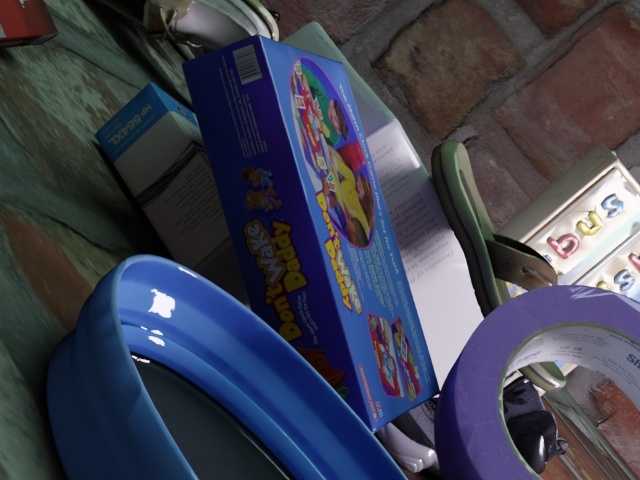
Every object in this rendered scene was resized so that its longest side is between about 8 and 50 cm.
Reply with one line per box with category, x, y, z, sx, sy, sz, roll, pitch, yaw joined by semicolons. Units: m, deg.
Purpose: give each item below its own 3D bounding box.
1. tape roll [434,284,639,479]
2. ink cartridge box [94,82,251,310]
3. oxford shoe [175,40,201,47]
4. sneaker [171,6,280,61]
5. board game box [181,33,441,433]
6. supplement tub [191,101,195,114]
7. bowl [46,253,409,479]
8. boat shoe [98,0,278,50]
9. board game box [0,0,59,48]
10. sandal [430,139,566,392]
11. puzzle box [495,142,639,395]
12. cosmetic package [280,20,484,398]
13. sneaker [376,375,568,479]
tape roll;0.254;0.183;1.264;0.275;0.275;0.090;52;-26;19
ink cartridge box;-0.113;-0.038;1.274;0.203;0.086;0.148;55;10;31
oxford shoe;-0.219;-0.430;1.856;0.133;0.130;0.364;40;-21;28
sneaker;-0.102;-0.289;2.124;0.281;0.162;0.106;48;9;-6
board game box;0.000;0.000;1.187;0.233;0.078;0.347;-4;77;-71
supplement tub;-0.117;-0.185;1.772;0.117;0.117;0.190;45;10;-22
bowl;-0.023;0.180;0.838;0.391;0.077;0.391;48;9;-10
boat shoe;-0.204;-0.318;1.768;0.302;0.103;0.113;29;-37;16
board game box;-0.342;-0.308;1.181;0.281;0.027;0.145;64;19;-4
sandal;0.207;0.027;1.408;0.120;0.086;0.303;-43;111;-77
puzzle box;0.333;0.077;1.899;0.272;0.409;0.052;41;12;-34
cosmetic package;0.064;-0.016;1.551;0.453;0.161;0.230;55;1;-45
sneaker;0.158;0.191;1.399;0.268;0.153;0.101;43;10;-31
